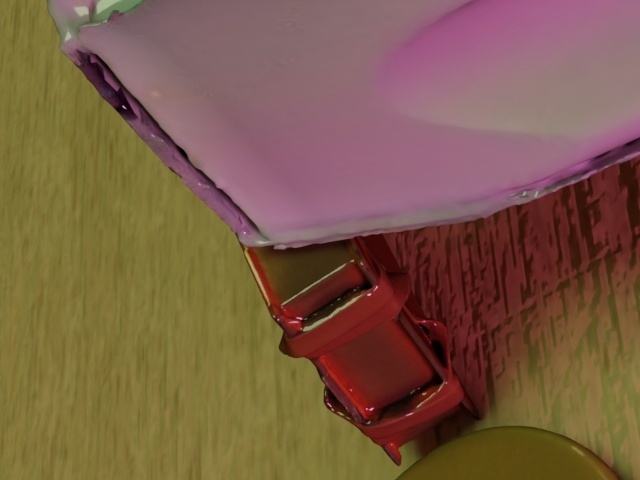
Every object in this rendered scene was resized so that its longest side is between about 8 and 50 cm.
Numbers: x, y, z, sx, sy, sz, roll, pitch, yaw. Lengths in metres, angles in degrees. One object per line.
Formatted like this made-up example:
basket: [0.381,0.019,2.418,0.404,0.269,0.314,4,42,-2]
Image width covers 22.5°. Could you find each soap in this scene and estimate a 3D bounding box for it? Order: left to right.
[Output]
soap: [0.116,-0.179,0.594,0.446,0.156,0.261,-25,47,18]

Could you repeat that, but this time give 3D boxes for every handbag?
handbag: [0.000,0.000,0.742,0.063,0.127,0.190,-31,43,6]

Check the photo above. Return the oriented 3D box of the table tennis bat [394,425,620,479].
table tennis bat: [0.044,0.225,0.631,0.198,0.050,0.320,-10,58,48]
